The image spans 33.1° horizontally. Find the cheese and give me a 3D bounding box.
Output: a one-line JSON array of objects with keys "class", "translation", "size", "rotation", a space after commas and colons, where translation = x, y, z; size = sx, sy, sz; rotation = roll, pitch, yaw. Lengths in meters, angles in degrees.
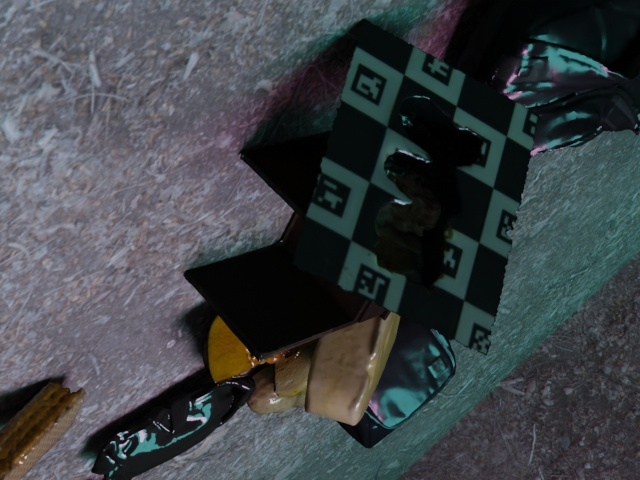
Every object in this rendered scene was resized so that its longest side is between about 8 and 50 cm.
[{"class": "cheese", "translation": [0.085, 0.098, 1.837], "size": [0.384, 0.104, 0.383], "rotation": [17, 90, -82]}]

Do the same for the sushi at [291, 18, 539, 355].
[{"class": "sushi", "translation": [0.113, -0.059, 1.416], "size": [0.100, 0.296, 0.373], "rotation": [-30, -141, 57]}]

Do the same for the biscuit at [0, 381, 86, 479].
[{"class": "biscuit", "translation": [-0.430, 0.307, 1.390], "size": [0.094, 0.054, 0.378], "rotation": [-57, 177, 34]}]

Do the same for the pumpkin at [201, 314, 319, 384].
[{"class": "pumpkin", "translation": [-0.142, 0.170, 1.754], "size": [0.163, 0.111, 0.278], "rotation": [-29, 173, 39]}]

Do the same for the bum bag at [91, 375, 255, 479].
[{"class": "bum bag", "translation": [-0.249, 0.313, 1.830], "size": [0.326, 0.079, 0.142], "rotation": [-26, 152, -28]}]

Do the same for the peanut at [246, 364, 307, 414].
[{"class": "peanut", "translation": [-0.068, 0.284, 2.066], "size": [0.104, 0.085, 0.228], "rotation": [-42, 160, 20]}]

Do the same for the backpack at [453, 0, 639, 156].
[{"class": "backpack", "translation": [0.379, -0.279, 1.645], "size": [0.446, 0.255, 0.363], "rotation": [-26, 145, -29]}]

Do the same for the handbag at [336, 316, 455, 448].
[{"class": "handbag", "translation": [0.170, 0.297, 2.353], "size": [0.302, 0.178, 0.275], "rotation": [-37, 156, -15]}]

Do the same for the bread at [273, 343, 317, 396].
[{"class": "bread", "translation": [-0.032, 0.202, 1.940], "size": [0.083, 0.094, 0.157], "rotation": [-4, 91, -63]}]

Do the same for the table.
[{"class": "table", "translation": [0.000, 0.000, 1.554], "size": [0.282, 0.196, 0.250], "rotation": [-17, 146, -47]}]
